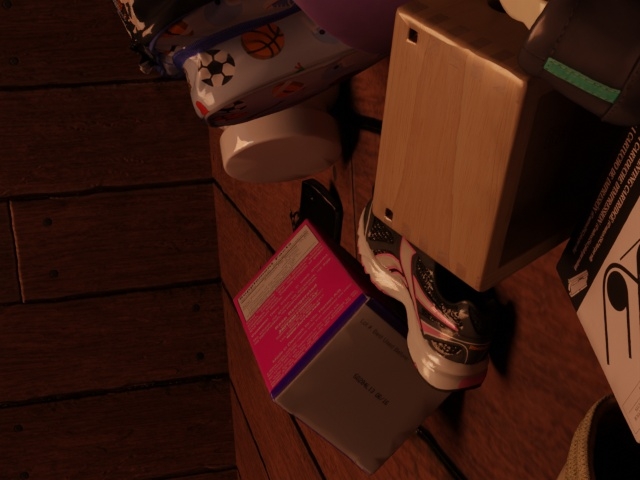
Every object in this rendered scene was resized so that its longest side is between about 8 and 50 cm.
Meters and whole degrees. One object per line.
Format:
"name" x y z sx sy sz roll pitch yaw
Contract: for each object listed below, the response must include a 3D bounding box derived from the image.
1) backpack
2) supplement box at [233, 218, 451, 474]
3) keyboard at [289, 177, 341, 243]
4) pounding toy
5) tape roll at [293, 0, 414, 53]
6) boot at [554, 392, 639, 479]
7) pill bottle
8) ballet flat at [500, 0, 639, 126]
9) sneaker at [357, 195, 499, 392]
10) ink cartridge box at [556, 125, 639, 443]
"backpack" -0.040 -0.209 0.747 0.263 0.276 0.213 -134 26 -76
"supplement box" 0.014 0.080 0.821 0.111 0.114 0.220 41 -175 -21
"keyboard" 0.000 0.000 1.171 0.100 0.038 0.192 46 146 33
"pounding toy" 0.092 -0.063 0.453 0.100 0.141 0.130 39 141 33
"tape roll" 0.032 -0.198 0.490 0.080 0.189 0.189 -19 73 35
"boot" 0.144 0.196 0.441 0.165 0.077 0.213 102 161 -51
"pill bottle" -0.060 -0.204 1.027 0.153 0.153 0.265 116 146 -68
"ballet flat" 0.098 -0.124 0.366 0.074 0.074 0.203 98 -178 -49
"sneaker" 0.086 0.018 0.688 0.178 0.072 0.077 -117 35 -41
"ink cartridge box" 0.153 -0.018 0.355 0.207 0.046 0.097 100 160 -50
